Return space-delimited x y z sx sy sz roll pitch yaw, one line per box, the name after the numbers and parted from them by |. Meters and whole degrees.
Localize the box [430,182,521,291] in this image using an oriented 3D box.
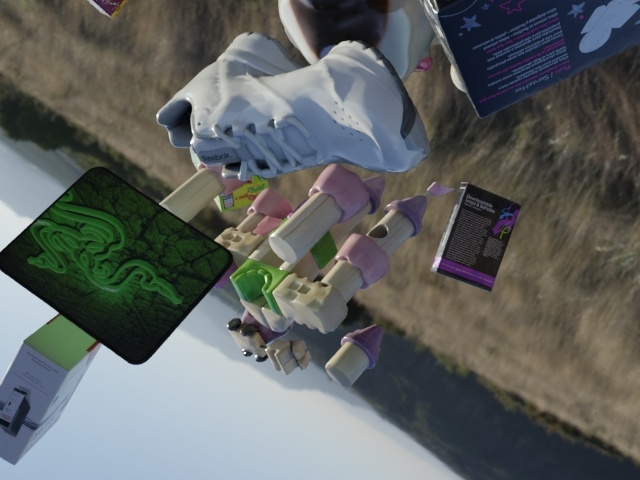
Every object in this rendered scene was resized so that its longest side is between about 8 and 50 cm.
0.267 -0.006 1.365 0.116 0.162 0.029 20 -179 -21 | box

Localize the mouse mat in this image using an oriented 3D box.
-0.201 0.019 0.787 0.189 0.153 0.007 32 151 13 | mouse mat

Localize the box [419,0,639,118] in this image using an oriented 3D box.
0.208 -0.249 0.695 0.142 0.247 0.163 53 -163 -49 | box

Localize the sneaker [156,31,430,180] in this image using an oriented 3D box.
-0.028 -0.091 0.653 0.297 0.129 0.111 21 144 53 | sneaker

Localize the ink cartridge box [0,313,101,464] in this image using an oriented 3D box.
-0.290 0.150 0.832 0.056 0.135 0.099 33 -160 -1 | ink cartridge box

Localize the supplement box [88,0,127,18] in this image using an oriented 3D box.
-0.382 -0.427 1.368 0.055 0.043 0.083 35 176 44 | supplement box

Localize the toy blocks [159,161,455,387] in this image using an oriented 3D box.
0.000 0.000 1.081 0.288 0.260 0.309 15 140 42 | toy blocks

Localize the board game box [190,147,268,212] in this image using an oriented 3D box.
-0.170 -0.129 1.471 0.181 0.092 0.043 -125 24 -45 | board game box

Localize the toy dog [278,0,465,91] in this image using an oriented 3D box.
0.132 -0.366 0.997 0.395 0.408 0.284 48 172 -11 | toy dog
